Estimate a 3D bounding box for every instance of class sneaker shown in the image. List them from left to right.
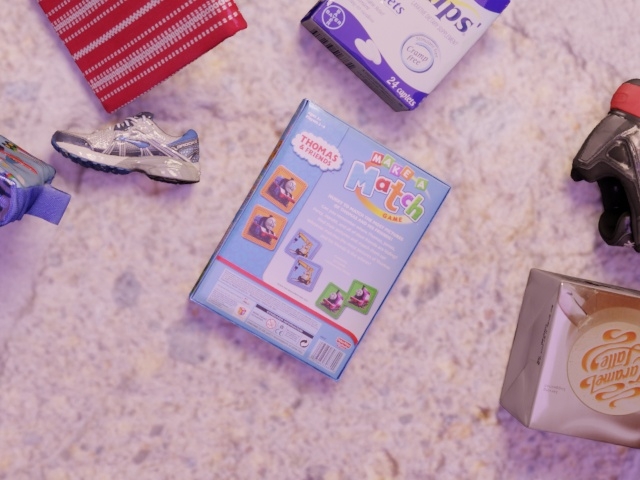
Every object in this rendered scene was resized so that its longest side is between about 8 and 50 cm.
[{"bbox_3d":[-0.172,-0.088,1.030,0.135,0.052,0.058,10,84,-16],"label":"sneaker"},{"bbox_3d":[0.341,-0.015,1.076,0.135,0.097,0.276,-43,97,-2],"label":"sneaker"}]

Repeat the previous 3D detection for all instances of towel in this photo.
[{"bbox_3d":[-0.190,-0.259,0.952,0.031,0.199,0.275,-39,102,-45],"label":"towel"}]

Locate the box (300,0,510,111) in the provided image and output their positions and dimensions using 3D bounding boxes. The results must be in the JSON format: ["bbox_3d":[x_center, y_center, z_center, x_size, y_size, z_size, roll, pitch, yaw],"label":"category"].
[{"bbox_3d":[0.075,-0.207,1.034,0.126,0.072,0.137,41,89,-10],"label":"box"}]

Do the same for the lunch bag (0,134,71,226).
[{"bbox_3d":[-0.346,-0.069,0.915,0.293,0.221,0.138,21,93,-9],"label":"lunch bag"}]

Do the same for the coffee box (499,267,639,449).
[{"bbox_3d":[0.312,0.122,1.084,0.246,0.098,0.141,13,94,-8],"label":"coffee box"}]

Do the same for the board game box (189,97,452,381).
[{"bbox_3d":[0.000,0.000,1.061,0.160,0.039,0.211,31,92,-10],"label":"board game box"}]
